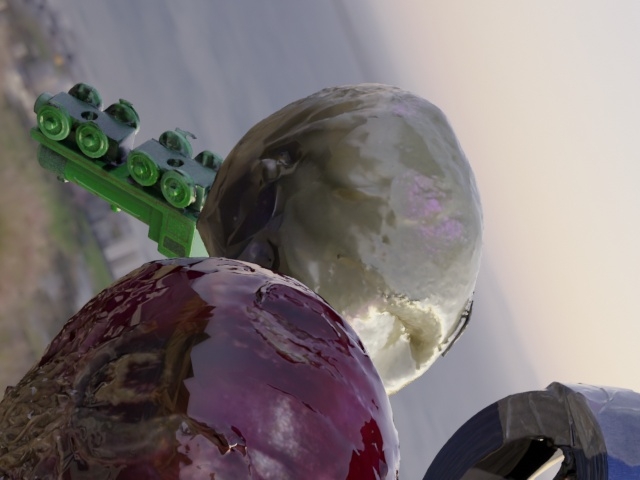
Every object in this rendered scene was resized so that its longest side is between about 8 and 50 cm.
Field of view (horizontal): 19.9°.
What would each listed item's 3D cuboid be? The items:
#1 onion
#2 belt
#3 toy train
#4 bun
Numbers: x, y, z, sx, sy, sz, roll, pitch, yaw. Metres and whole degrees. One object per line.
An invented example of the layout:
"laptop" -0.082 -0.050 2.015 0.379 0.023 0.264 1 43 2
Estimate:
"onion" -0.067 0.127 0.812 0.190 0.246 0.246 33 15 -13
"belt" 0.235 0.282 1.968 0.117 0.347 0.212 9 57 -32
"toy train" -0.205 -0.074 1.941 0.085 0.251 0.119 -35 145 -47
"bun" 0.003 -0.005 1.388 0.168 0.273 0.273 20 37 -35
